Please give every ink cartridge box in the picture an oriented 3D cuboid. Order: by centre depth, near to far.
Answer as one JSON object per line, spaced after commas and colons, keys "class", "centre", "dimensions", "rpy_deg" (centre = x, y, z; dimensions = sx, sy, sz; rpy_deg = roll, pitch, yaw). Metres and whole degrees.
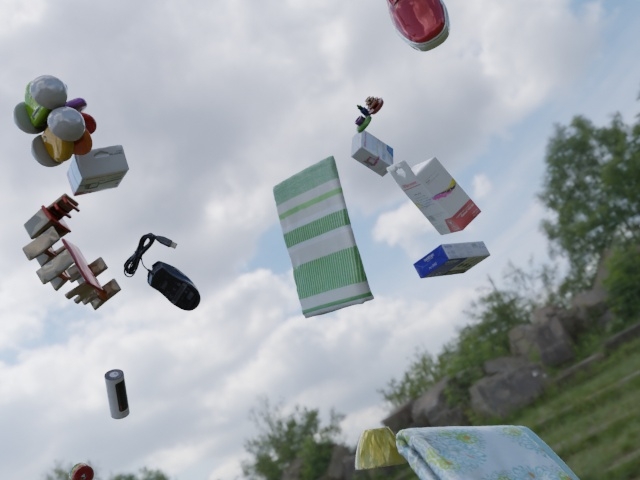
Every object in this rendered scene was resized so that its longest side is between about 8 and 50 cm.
{"class": "ink cartridge box", "centre": [0.243, -0.110, 1.809], "dimensions": [0.067, 0.198, 0.115], "rpy_deg": [-44, 8, -16]}
{"class": "ink cartridge box", "centre": [-0.505, -0.157, 1.885], "dimensions": [0.109, 0.063, 0.150], "rpy_deg": [-15, -6, -25]}
{"class": "ink cartridge box", "centre": [0.329, 0.047, 2.074], "dimensions": [0.097, 0.046, 0.207], "rpy_deg": [-38, -22, 34]}
{"class": "ink cartridge box", "centre": [0.150, -0.255, 2.415], "dimensions": [0.122, 0.088, 0.052], "rpy_deg": [31, -50, -24]}

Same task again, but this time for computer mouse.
{"class": "computer mouse", "centre": [-0.455, 0.085, 2.533], "dimensions": [0.184, 0.262, 0.060], "rpy_deg": [-60, -2, 23]}

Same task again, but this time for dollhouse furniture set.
{"class": "dollhouse furniture set", "centre": [-0.620, 0.023, 2.083], "dimensions": [0.135, 0.259, 0.262], "rpy_deg": [-37, -22, -1]}

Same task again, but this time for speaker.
{"class": "speaker", "centre": [-0.562, 0.426, 2.304], "dimensions": [0.055, 0.055, 0.136], "rpy_deg": [-16, -60, -28]}

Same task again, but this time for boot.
{"class": "boot", "centre": [0.116, -0.421, 1.302], "dimensions": [0.088, 0.244, 0.176], "rpy_deg": [-28, -34, 13]}

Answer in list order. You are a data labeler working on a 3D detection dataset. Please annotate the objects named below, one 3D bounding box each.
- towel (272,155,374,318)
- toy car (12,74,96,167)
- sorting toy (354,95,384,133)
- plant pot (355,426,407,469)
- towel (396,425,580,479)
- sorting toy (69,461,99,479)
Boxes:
{"class": "towel", "centre": [0.000, 0.000, 1.876], "dimensions": [0.038, 0.325, 0.248], "rpy_deg": [-11, -6, -38]}
{"class": "toy car", "centre": [-0.535, -0.252, 1.720], "dimensions": [0.136, 0.182, 0.159], "rpy_deg": [-24, -8, -45]}
{"class": "sorting toy", "centre": [0.108, -0.311, 2.014], "dimensions": [0.102, 0.042, 0.061], "rpy_deg": [-52, 17, 6]}
{"class": "plant pot", "centre": [0.149, 0.527, 2.124], "dimensions": [0.134, 0.095, 0.134], "rpy_deg": [-7, -13, -2]}
{"class": "towel", "centre": [0.372, 0.490, 1.708], "dimensions": [0.320, 0.374, 0.090], "rpy_deg": [8, -75, -23]}
{"class": "sorting toy", "centre": [-0.477, 0.609, 1.766], "dimensions": [0.046, 0.275, 0.132], "rpy_deg": [9, 43, 48]}
